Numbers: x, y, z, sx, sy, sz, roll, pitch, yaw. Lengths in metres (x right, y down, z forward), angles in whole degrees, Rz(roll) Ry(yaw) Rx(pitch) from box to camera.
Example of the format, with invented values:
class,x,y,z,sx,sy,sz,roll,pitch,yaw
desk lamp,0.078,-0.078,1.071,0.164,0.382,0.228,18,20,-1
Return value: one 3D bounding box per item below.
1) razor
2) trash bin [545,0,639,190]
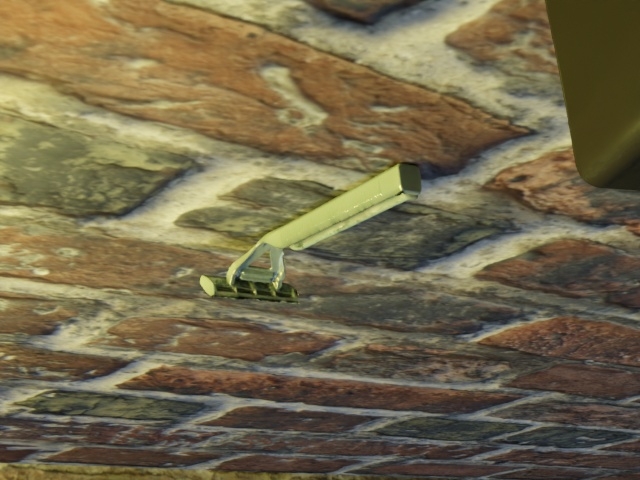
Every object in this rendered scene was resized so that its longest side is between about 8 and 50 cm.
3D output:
class,x,y,z,sx,sy,sz,roll,pitch,yaw
razor,-0.001,-0.010,1.235,0.111,0.056,0.278,8,150,-37
trash bin,0.232,-0.147,0.704,0.115,0.165,0.225,1,158,-17
